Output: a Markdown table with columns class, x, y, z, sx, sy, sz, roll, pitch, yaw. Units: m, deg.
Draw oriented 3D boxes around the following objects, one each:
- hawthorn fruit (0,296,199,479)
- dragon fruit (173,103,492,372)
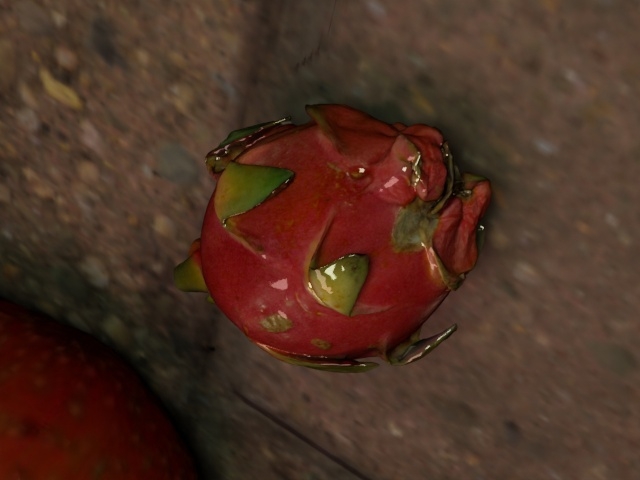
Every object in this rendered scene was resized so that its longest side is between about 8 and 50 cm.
| class | x | y | z | sx | sy | sz | roll | pitch | yaw |
| --- | --- | --- | --- | --- | --- | --- | --- | --- | --- |
| hawthorn fruit | -0.151 | 0.123 | 0.745 | 0.179 | 0.200 | 0.179 | 20 | 139 | 18 |
| dragon fruit | -0.002 | -0.001 | 0.573 | 0.116 | 0.081 | 0.086 | 1 | 140 | 42 |
